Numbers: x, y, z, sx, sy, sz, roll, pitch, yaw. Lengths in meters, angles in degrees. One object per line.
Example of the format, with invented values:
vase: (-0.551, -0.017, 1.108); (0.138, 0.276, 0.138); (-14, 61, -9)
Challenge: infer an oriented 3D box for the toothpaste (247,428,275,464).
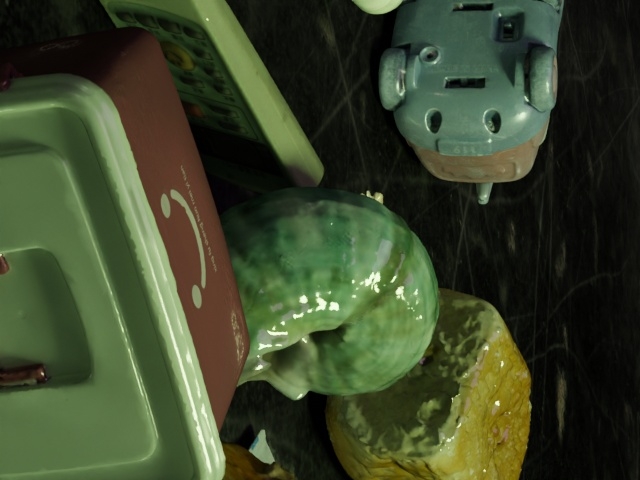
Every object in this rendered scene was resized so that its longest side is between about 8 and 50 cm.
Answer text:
toothpaste: (-0.023, 0.322, 1.433); (0.114, 0.073, 0.299); (-51, 125, -59)

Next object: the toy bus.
toy bus: (0.188, -0.202, 1.895); (0.232, 0.197, 0.294); (68, 26, -58)

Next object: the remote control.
remote control: (-0.096, -0.135, 1.262); (0.038, 0.123, 0.285); (-58, 144, -22)

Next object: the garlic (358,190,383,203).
garlic: (-0.010, 0.007, 1.495); (0.174, 0.099, 0.124); (-15, 119, -63)

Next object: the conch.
conch: (-0.012, 0.051, 1.306); (0.195, 0.220, 0.277); (48, 24, 0)

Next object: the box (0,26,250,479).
box: (-0.161, 0.015, 0.998); (0.167, 0.193, 0.294); (-68, 146, -63)

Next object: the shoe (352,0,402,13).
shoe: (0.012, -0.349, 1.617); (0.110, 0.095, 0.264); (-35, 113, -58)

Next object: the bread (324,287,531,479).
bread: (0.103, 0.161, 1.618); (0.195, 0.176, 0.246); (-69, 152, -24)

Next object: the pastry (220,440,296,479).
pastry: (-0.056, 0.219, 1.129); (0.257, 0.120, 0.236); (33, 8, -17)
